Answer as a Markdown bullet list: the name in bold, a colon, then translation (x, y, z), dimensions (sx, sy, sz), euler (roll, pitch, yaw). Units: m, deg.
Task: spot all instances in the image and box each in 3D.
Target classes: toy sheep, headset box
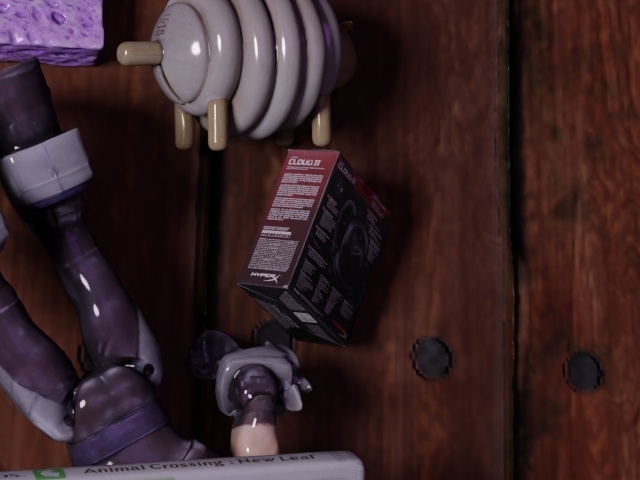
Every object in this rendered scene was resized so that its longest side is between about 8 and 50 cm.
- **toy sheep**: translation (-0.038, -0.088, 0.801), dimensions (0.132, 0.091, 0.091), euler (-5, 74, -38)
- **headset box**: translation (0.000, 0.000, 0.796), dimensions (0.062, 0.032, 0.083), euler (46, 56, -49)

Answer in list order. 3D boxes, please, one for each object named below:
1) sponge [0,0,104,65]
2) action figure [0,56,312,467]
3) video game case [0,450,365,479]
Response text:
- **sponge**: translation (-0.167, -0.191, 0.821), dimensions (0.117, 0.031, 0.210), euler (3, 73, -17)
- **action figure**: translation (-0.099, 0.065, 0.729), dimensions (0.185, 0.099, 0.285), euler (-30, 99, -30)
- **video game case**: translation (-0.078, 0.197, 0.686), dimensions (0.193, 0.023, 0.212), euler (-1, 99, -18)
